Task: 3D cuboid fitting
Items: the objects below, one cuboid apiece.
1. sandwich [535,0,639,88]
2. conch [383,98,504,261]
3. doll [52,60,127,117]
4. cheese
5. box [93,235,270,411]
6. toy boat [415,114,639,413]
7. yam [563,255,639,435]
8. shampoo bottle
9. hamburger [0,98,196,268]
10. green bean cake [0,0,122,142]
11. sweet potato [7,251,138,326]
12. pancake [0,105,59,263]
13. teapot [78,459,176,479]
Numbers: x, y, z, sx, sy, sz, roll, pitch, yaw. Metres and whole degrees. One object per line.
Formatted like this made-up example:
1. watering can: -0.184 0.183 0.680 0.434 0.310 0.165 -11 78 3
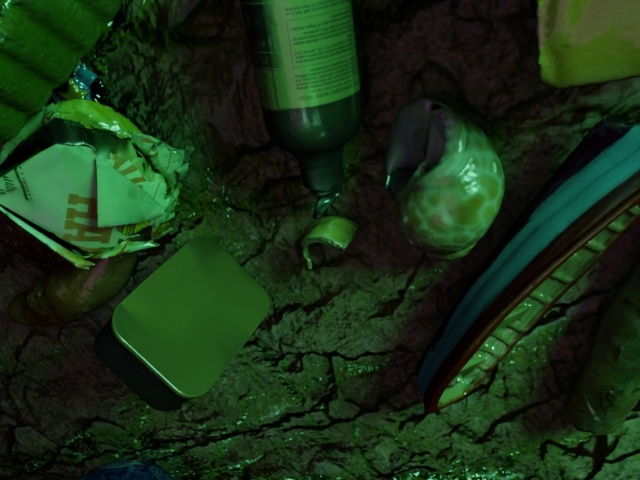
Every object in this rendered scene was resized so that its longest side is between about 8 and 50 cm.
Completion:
1. sandwich: 0.237 -0.234 0.349 0.198 0.155 0.227 -1 119 23
2. conch: 0.123 -0.052 0.547 0.116 0.106 0.172 -5 100 49
3. doll: -0.322 -0.210 0.672 0.096 0.070 0.195 -33 110 21
4. cheese: -0.001 0.000 0.660 0.041 0.060 0.084 46 132 -14
5. box: -0.174 0.105 0.717 0.144 0.201 0.090 45 131 -8
6. toy boat: 0.208 0.043 0.564 0.079 0.136 0.392 51 134 30
7. yam: 0.321 0.079 0.556 0.067 0.071 0.317 44 139 43
8. shampoo bottle: -0.013 -0.162 0.538 0.101 0.101 0.283 3 121 23
9. hamburger: -0.256 -0.074 0.671 0.235 0.125 0.214 -35 138 16
10. green bean cake: -0.365 -0.258 0.556 0.250 0.156 0.247 39 90 4
11. sweet potato: -0.381 0.077 0.855 0.355 0.095 0.106 -30 63 32
12. pancake: -0.474 -0.122 0.798 0.356 0.065 0.356 15 127 20
13. teapot: -0.381 0.546 1.072 0.424 0.252 0.280 26 166 -20
